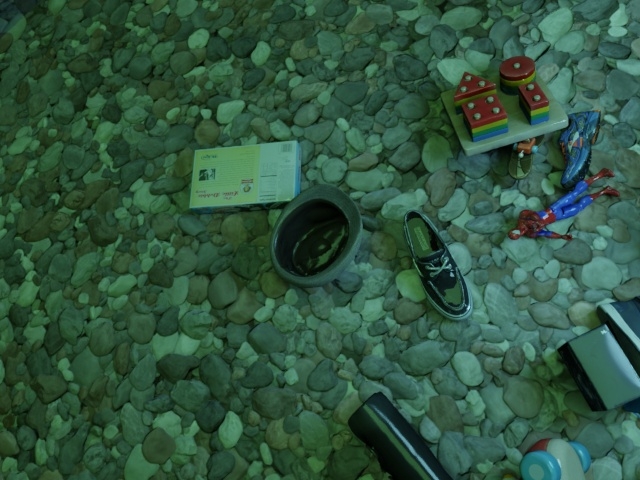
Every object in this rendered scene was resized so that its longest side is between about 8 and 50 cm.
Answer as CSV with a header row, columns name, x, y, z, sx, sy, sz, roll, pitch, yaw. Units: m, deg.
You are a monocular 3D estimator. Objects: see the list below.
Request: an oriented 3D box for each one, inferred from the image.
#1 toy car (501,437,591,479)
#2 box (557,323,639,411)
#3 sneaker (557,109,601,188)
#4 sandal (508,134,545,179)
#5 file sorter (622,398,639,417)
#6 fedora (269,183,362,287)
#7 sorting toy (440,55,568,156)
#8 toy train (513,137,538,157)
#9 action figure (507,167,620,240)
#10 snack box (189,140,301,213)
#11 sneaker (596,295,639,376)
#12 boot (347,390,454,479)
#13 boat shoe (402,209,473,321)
name,x,y,z,sx,sy,sz,roll,pitch,yaw
toy car,0.434,0.538,1.178,0.237,0.219,0.211,-24,66,37
box,0.603,0.279,1.206,0.093,0.158,0.156,-26,68,6
sneaker,0.640,-0.230,1.408,0.087,0.083,0.221,13,71,32
sandal,0.527,-0.216,1.434,0.072,0.049,0.180,10,57,29
file sorter,0.752,0.325,1.175,0.104,0.118,0.170,39,86,16
fedora,0.000,0.000,1.467,0.243,0.124,0.276,38,94,24
sorting toy,0.460,-0.364,1.433,0.256,0.089,0.256,-16,47,9
toy train,0.489,-0.278,1.437,0.166,0.046,0.125,21,58,36
action figure,0.589,-0.061,1.329,0.280,0.092,0.139,-28,24,7
snack box,-0.217,-0.181,1.615,0.321,0.060,0.187,-3,72,14
sneaker,0.728,0.199,1.199,0.163,0.086,0.226,-16,37,6
boot,0.235,0.497,1.133,0.146,0.367,0.445,-30,66,-15
boat shoe,0.287,0.057,1.387,0.108,0.102,0.302,-23,69,7
